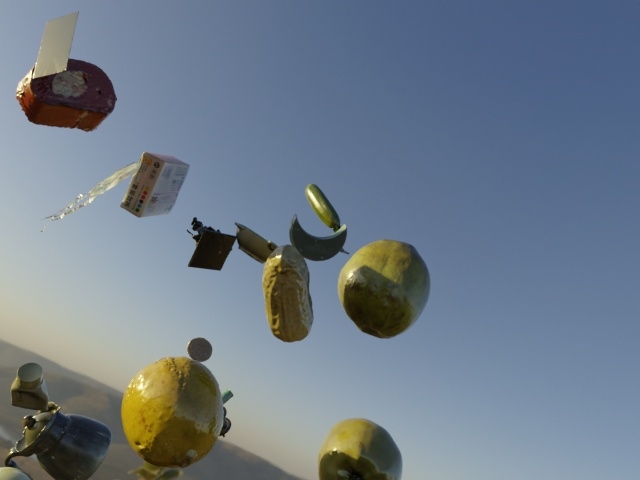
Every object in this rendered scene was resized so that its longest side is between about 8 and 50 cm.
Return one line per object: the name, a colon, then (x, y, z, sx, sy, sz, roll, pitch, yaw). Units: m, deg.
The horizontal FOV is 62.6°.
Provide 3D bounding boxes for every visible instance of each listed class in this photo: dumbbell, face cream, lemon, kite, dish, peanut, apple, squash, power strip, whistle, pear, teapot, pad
dumbbell: (-0.309, 0.543, 1.586, 0.069, 0.069, 0.147, 12, -52, 29)
face cream: (-0.925, 0.482, 1.675, 0.114, 0.070, 0.224, 15, -52, -14)
lemon: (-0.380, 0.448, 1.368, 0.310, 0.257, 0.258, 56, 1, 40)
kite: (-0.621, -0.129, 1.432, 0.015, 0.309, 0.169, 61, -9, -27)
dish: (-0.215, 0.027, 1.814, 0.224, 0.078, 0.246, 38, -8, -32)
peanut: (-0.096, 0.157, 1.564, 0.152, 0.152, 0.313, 10, -59, 32)
apple: (0.113, 0.647, 1.502, 0.262, 0.263, 0.262, 21, -23, 10)
squash: (0.008, -0.116, 1.844, 0.252, 0.066, 0.066, 56, -2, 37)
power strip: (0.000, 0.000, 1.663, 0.215, 0.137, 0.044, 13, 3, -19)
whistle: (-0.390, 0.593, 1.856, 0.039, 0.186, 0.039, 28, -46, 33)
pear: (0.246, 0.185, 2.030, 0.351, 0.414, 0.352, 15, -36, 11)
teapot: (-0.925, 0.696, 1.819, 0.305, 0.223, 0.285, -28, -60, 27)
pad: (-0.736, -0.544, 1.463, 0.127, 0.190, 0.004, -3, -16, 23)

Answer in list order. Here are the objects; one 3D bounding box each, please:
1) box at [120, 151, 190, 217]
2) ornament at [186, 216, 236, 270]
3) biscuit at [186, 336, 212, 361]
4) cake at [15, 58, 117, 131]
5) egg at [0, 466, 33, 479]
box: (-0.586, -0.198, 1.893, 0.091, 0.221, 0.274, 27, 5, 2)
ornament: (-0.443, -0.005, 1.982, 0.166, 0.153, 0.196, 14, 20, -49)
biscuit: (-0.541, 0.489, 2.358, 0.120, 0.120, 0.015, 31, -43, -12)
cake: (-0.789, -0.458, 1.645, 0.282, 0.177, 0.150, -3, -16, -47)
egg: (-0.780, 0.651, 1.260, 0.186, 0.187, 0.253, 34, -10, -20)
